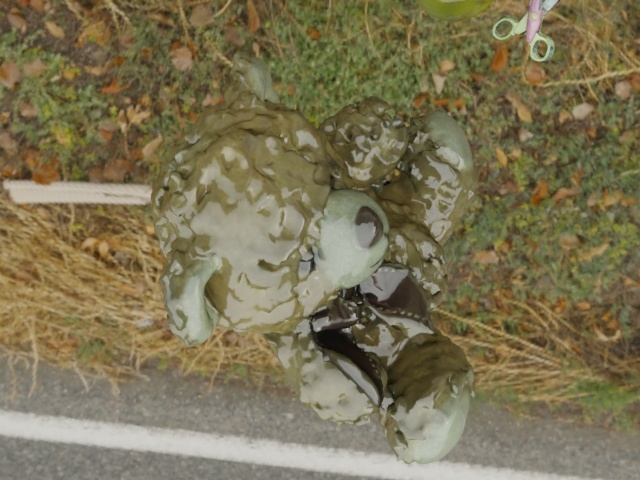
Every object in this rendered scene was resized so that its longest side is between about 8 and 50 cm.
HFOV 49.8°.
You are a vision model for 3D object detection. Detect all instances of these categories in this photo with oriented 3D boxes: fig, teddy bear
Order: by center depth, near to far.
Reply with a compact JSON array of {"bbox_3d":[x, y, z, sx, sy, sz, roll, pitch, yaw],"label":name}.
[{"bbox_3d":[0.000,0.000,0.472,0.156,0.267,0.256,-7,154,33],"label":"teddy bear"},{"bbox_3d":[0.254,-0.532,1.319,0.207,0.230,0.207,-16,128,-21],"label":"fig"}]

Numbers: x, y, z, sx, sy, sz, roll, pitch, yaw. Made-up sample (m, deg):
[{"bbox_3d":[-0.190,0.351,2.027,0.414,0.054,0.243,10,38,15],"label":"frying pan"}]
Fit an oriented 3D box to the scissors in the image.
[{"bbox_3d":[0.419,-0.437,1.339,0.133,0.020,0.187,31,151,8],"label":"scissors"}]
